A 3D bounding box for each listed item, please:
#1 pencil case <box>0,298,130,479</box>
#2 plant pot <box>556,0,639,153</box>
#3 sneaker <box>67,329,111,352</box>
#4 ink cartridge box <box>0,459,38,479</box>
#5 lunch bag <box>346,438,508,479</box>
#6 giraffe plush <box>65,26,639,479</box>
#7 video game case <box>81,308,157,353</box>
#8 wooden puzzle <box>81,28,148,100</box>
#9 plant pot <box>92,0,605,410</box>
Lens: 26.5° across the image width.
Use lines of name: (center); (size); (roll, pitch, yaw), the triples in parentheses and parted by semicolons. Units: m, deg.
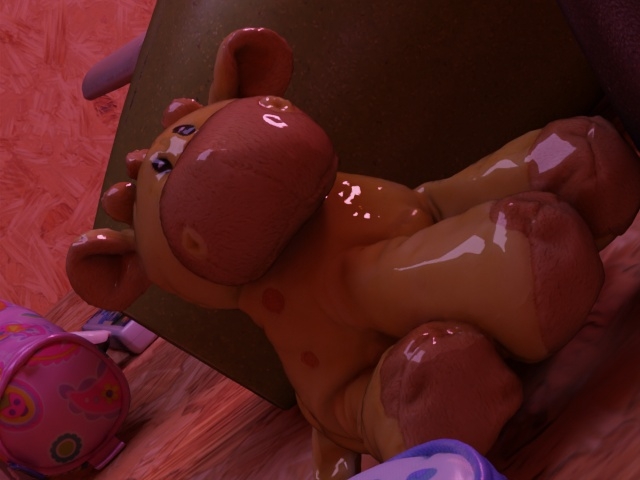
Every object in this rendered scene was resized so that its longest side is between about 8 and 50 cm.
pencil case: (-0.258, 0.121, 1.161); (0.124, 0.124, 0.284); (-45, 24, -18)
plant pot: (0.155, -0.151, 0.505); (0.215, 0.230, 0.215); (-41, 10, 9)
sneaker: (-0.258, 0.139, 1.447); (0.061, 0.065, 0.158); (-1, -20, -24)
ink cartridge box: (-0.272, 0.200, 1.229); (0.028, 0.048, 0.083); (-37, 10, 23)
lunch bag: (-0.028, 0.152, 0.331); (0.219, 0.090, 0.176); (-33, 15, 48)
giraffe plush: (0.000, 0.000, 0.557); (0.181, 0.170, 0.210); (-55, 5, -36)
video game case: (-0.141, 0.013, 1.583); (0.300, 0.036, 0.329); (-45, 10, -14)
wooden puzzle: (-0.010, -0.160, 1.139); (0.348, 0.080, 0.322); (-15, 6, -16)
plant pot: (-0.003, -0.063, 0.780); (0.293, 0.275, 0.275); (-58, 12, -7)
